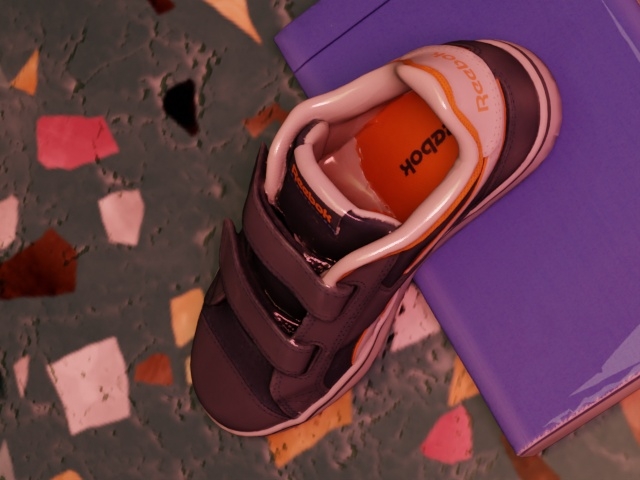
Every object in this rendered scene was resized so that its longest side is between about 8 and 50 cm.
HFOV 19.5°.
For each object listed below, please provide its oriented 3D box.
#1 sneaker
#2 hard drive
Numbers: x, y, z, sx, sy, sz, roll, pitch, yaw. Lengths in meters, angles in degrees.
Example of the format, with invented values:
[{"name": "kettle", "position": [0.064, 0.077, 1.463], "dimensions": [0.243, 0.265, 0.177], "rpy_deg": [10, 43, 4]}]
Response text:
[{"name": "sneaker", "position": [0.000, 0.000, 1.126], "dimensions": [0.126, 0.127, 0.321], "rpy_deg": [50, 117, 21]}, {"name": "hard drive", "position": [0.131, -0.057, 1.157], "dimensions": [0.210, 0.040, 0.319], "rpy_deg": [-35, 71, 17]}]
